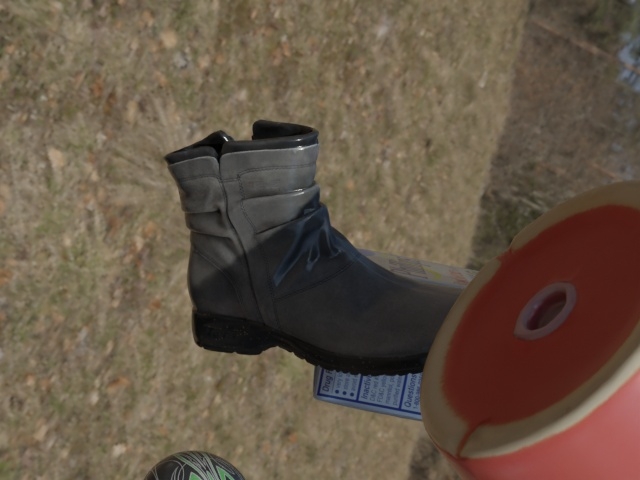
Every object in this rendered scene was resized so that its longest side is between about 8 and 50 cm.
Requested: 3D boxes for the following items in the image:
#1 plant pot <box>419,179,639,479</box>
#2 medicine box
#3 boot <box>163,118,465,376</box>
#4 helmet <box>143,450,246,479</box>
[{"bbox_3d":[0.210,0.113,0.543,0.275,0.243,0.275,-44,-163,17],"label":"plant pot"},{"bbox_3d":[0.147,0.112,1.060,0.263,0.289,0.149,-50,151,-85],"label":"medicine box"},{"bbox_3d":[0.000,0.000,0.862,0.118,0.338,0.223,-38,126,-62],"label":"boot"},{"bbox_3d":[-0.162,0.356,1.177,0.169,0.169,0.162,17,69,-86],"label":"helmet"}]
